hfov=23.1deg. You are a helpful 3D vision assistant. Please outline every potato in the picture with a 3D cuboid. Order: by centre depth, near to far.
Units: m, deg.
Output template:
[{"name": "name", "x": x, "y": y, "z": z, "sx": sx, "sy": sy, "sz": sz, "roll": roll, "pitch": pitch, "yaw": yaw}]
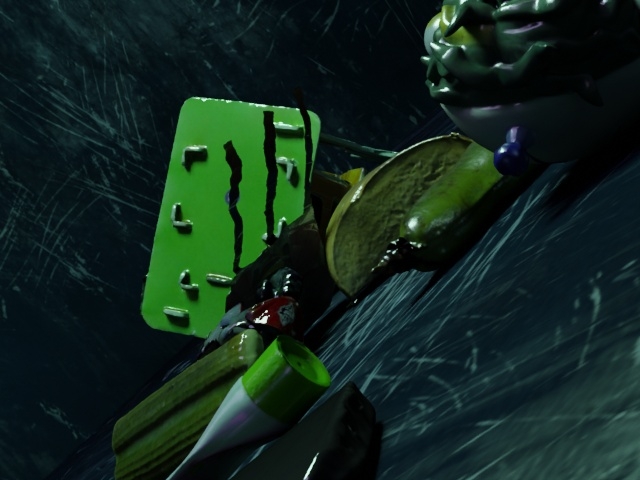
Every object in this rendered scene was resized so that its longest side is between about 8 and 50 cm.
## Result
[{"name": "potato", "x": 0.097, "y": -0.047, "z": 1.697, "sx": 0.243, "sy": 0.098, "sz": 0.138, "roll": -40, "pitch": 2, "yaw": 17}]

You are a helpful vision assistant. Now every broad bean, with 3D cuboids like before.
[{"name": "broad bean", "x": 0.148, "y": -0.054, "z": 1.455, "sx": 0.339, "sy": 0.061, "sz": 0.077, "roll": -45, "pitch": 12, "yaw": -34}]

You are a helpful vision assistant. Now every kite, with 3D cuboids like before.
[{"name": "kite", "x": -0.054, "y": 0.012, "z": 1.662, "sx": 0.204, "sy": 0.022, "sz": 0.360, "roll": -38, "pitch": -36, "yaw": -31}]

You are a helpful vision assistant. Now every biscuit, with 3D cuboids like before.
[{"name": "biscuit", "x": -0.136, "y": 0.176, "z": 1.542, "sx": 0.038, "sy": 0.099, "sz": 0.322, "roll": 9, "pitch": -26, "yaw": -30}]

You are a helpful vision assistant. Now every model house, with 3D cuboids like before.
[{"name": "model house", "x": 0.000, "y": 0.000, "z": 2.062, "sx": 0.323, "sy": 0.340, "sz": 0.300, "roll": 16, "pitch": -97, "yaw": -66}]

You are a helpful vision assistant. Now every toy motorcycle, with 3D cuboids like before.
[{"name": "toy motorcycle", "x": -0.078, "y": 0.127, "z": 1.604, "sx": 0.213, "sy": 0.082, "sz": 0.122, "roll": -56, "pitch": 12, "yaw": 3}]

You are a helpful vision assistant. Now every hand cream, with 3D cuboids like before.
[{"name": "hand cream", "x": -0.095, "y": 0.180, "z": 1.081, "sx": 0.275, "sy": 0.079, "sz": 0.050, "roll": -49, "pitch": 40, "yaw": 16}]

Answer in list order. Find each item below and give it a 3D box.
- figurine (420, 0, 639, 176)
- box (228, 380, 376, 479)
[{"name": "figurine", "x": 0.222, "y": -0.184, "z": 1.314, "sx": 0.261, "sy": 0.186, "sz": 0.382, "roll": -25, "pitch": 7, "yaw": 38}, {"name": "box", "x": -0.049, "y": 0.172, "z": 0.954, "sx": 0.201, "sy": 0.042, "sz": 0.212, "roll": -41, "pitch": 2, "yaw": 7}]
